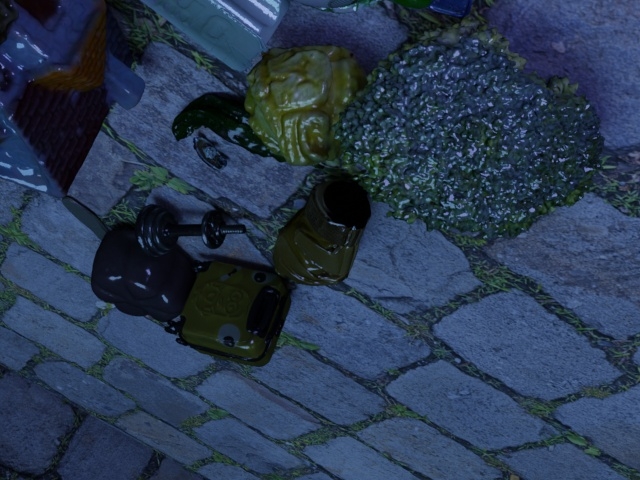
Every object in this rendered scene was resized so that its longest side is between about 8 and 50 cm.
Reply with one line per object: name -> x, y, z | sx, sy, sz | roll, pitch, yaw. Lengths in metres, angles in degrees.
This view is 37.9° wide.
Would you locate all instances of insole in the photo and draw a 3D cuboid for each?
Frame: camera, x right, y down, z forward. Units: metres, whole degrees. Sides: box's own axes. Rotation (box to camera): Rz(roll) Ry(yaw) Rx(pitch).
insole -> -0.511, -0.035, 2.105 | 0.063, 0.010, 0.192 | -2, 140, 38

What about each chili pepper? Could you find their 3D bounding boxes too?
chili pepper -> -0.131, -0.179, 1.580 | 0.279, 0.065, 0.122 | 20, 157, 12

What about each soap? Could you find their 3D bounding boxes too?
soap -> -0.175, -0.350, 1.285 | 0.261, 0.094, 0.150 | 36, 167, -17

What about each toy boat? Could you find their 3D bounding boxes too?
toy boat -> -0.201, -0.158, 1.681 | 0.038, 0.038, 0.083 | -12, 133, 44

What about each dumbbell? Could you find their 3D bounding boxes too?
dumbbell -> -0.264, -0.020, 1.878 | 0.255, 0.110, 0.110 | 0, 141, 26

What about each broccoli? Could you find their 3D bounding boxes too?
broccoli -> 0.202, -0.165, 1.243 | 0.375, 0.302, 0.249 | 0, 127, -11

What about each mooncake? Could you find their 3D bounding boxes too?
mooncake -> -0.399, 0.083, 2.093 | 0.245, 0.133, 0.245 | 13, 154, 7

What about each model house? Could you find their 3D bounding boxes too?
model house -> -0.425, -0.249, 1.389 | 0.297, 0.360, 0.339 | -20, 133, 40

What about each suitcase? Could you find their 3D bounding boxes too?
suitcase -> -0.186, 0.159, 2.003 | 0.235, 0.193, 0.143 | 11, 154, 21

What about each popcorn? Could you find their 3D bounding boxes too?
popcorn -> -0.015, -0.201, 1.365 | 0.187, 0.186, 0.167 | 13, 110, 50

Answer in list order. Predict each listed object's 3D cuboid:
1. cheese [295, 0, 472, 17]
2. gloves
cheese -> 0.039, -0.355, 1.173 | 0.321, 0.083, 0.204 | 20, 148, 11
gloves -> -0.006, 0.011, 1.703 | 0.154, 0.141, 0.331 | 25, 149, -3
